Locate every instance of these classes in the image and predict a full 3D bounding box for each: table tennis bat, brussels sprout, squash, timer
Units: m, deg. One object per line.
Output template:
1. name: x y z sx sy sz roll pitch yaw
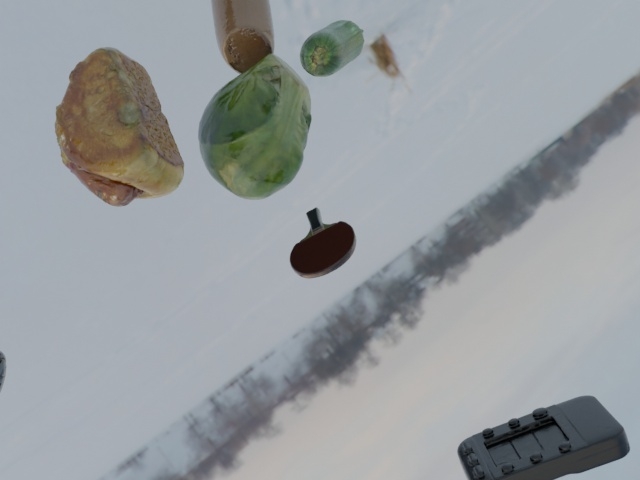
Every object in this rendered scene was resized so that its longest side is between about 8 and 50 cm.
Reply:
1. table tennis bat: 0.000 0.000 1.840 0.130 0.019 0.220 -26 -150 6
2. brussels sprout: -0.119 -0.220 1.950 0.271 0.210 0.219 -60 -162 8
3. squash: 0.019 -0.297 1.555 0.077 0.068 0.219 -49 -179 28
4. timer: 0.263 0.253 1.203 0.187 0.055 0.144 -21 -169 2

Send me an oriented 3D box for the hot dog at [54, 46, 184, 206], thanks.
1. hot dog: -0.317 -0.160 1.527 0.153 0.257 0.150 -33 150 15

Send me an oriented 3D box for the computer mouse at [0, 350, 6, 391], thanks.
1. computer mouse: -0.498 0.207 1.282 0.233 0.096 0.137 -17 179 25

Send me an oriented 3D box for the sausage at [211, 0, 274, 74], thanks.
1. sausage: -0.158 -0.458 2.051 0.123 0.253 0.123 -8 145 -5
